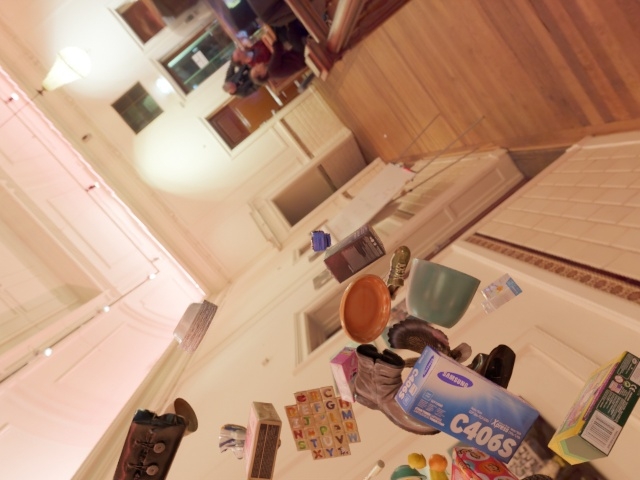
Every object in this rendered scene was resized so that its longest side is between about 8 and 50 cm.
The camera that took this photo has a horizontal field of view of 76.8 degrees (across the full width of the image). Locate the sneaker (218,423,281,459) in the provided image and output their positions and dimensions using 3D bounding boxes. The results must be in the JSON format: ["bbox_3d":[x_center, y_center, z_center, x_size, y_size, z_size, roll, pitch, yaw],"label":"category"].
[{"bbox_3d":[-0.323,0.932,1.843,0.112,0.296,0.131,49,-132,-68],"label":"sneaker"}]

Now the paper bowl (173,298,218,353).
[{"bbox_3d":[-0.674,0.443,2.148,0.148,0.284,0.284,30,-173,-11],"label":"paper bowl"}]

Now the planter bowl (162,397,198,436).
[{"bbox_3d":[-0.618,0.774,1.727,0.162,0.109,0.162,56,178,3],"label":"planter bowl"}]

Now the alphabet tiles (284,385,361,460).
[{"bbox_3d":[0.009,0.780,1.714,0.011,0.285,0.343,-68,-35,-75],"label":"alphabet tiles"}]

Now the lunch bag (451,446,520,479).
[{"bbox_3d":[0.458,0.737,1.095,0.293,0.120,0.258,-179,87,-83],"label":"lunch bag"}]

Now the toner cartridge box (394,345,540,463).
[{"bbox_3d":[0.379,0.424,1.036,0.347,0.165,0.075,30,180,-15],"label":"toner cartridge box"}]

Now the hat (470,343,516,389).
[{"bbox_3d":[0.825,0.656,2.013,0.331,0.331,0.134,50,165,-29],"label":"hat"}]

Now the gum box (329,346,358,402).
[{"bbox_3d":[0.114,0.526,1.575,0.062,0.107,0.188,-3,111,42],"label":"gum box"}]

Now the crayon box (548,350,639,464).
[{"bbox_3d":[0.994,0.605,1.444,0.106,0.363,0.313,35,160,29],"label":"crayon box"}]

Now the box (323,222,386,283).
[{"bbox_3d":[0.123,0.044,1.479,0.108,0.207,0.153,55,-170,-8],"label":"box"}]

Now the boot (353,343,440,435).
[{"bbox_3d":[0.260,0.490,1.338,0.338,0.223,0.118,14,-152,22],"label":"boot"}]

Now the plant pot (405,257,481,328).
[{"bbox_3d":[0.497,0.235,1.719,0.293,0.235,0.293,20,177,1],"label":"plant pot"}]

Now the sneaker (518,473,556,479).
[{"bbox_3d":[0.407,0.601,0.881,0.125,0.261,0.104,56,-158,-33],"label":"sneaker"}]

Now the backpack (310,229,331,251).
[{"bbox_3d":[0.000,0.000,1.893,0.120,0.101,0.098,-76,-23,-81],"label":"backpack"}]

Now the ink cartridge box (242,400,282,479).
[{"bbox_3d":[-0.209,0.698,1.424,0.088,0.193,0.234,13,170,-14],"label":"ink cartridge box"}]

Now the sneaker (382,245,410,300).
[{"bbox_3d":[0.261,0.118,1.350,0.064,0.192,0.086,11,-150,-18],"label":"sneaker"}]

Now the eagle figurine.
[{"bbox_3d":[0.396,0.434,1.495,0.298,0.226,0.225,22,171,36],"label":"eagle figurine"}]

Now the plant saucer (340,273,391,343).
[{"bbox_3d":[0.126,0.195,1.167,0.037,0.200,0.200,2,140,51],"label":"plant saucer"}]

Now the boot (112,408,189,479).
[{"bbox_3d":[-0.589,0.882,1.519,0.367,0.445,0.146,20,171,-33],"label":"boot"}]

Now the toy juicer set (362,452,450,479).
[{"bbox_3d":[0.304,0.840,1.432,0.089,0.328,0.209,-99,4,-50],"label":"toy juicer set"}]

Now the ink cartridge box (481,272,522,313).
[{"bbox_3d":[0.806,0.241,1.837,0.061,0.181,0.104,46,-164,-12],"label":"ink cartridge box"}]
